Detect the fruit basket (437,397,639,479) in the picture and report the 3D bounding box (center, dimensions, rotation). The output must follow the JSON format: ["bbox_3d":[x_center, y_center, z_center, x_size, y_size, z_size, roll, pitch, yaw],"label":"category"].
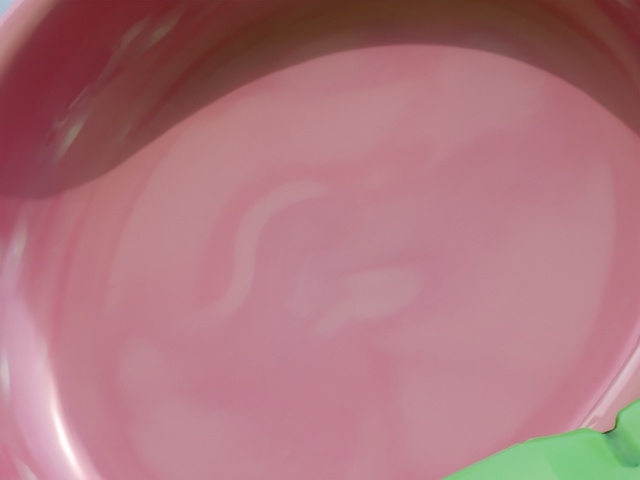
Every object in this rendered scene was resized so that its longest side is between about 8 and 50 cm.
[{"bbox_3d":[0.139,0.206,0.344,0.392,0.392,0.283,12,-39,35],"label":"fruit basket"}]

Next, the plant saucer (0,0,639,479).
[{"bbox_3d":[0.000,0.000,0.703,0.332,0.332,0.084,12,-20,34],"label":"plant saucer"}]
